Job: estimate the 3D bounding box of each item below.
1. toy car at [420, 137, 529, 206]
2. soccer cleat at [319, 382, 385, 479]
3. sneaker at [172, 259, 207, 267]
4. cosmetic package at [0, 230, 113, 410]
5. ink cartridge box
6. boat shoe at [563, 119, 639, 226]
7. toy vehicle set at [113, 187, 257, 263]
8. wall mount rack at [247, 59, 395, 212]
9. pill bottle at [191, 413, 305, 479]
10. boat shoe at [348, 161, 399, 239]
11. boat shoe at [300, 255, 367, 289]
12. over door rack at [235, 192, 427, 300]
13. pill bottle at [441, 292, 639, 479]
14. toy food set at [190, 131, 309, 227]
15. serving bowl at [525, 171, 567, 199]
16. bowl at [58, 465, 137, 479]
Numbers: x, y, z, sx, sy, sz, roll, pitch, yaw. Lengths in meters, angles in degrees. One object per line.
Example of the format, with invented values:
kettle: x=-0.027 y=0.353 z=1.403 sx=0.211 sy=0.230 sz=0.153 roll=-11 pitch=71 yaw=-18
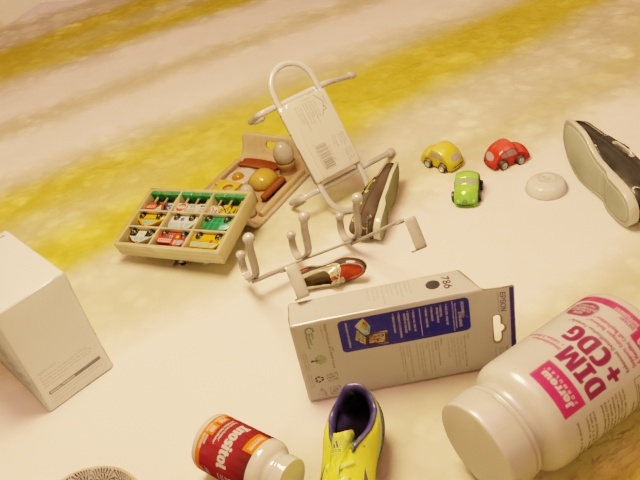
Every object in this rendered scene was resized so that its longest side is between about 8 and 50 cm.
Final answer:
toy car: x=0.321 y=-0.153 z=1.543 sx=0.239 sy=0.053 sz=0.225 roll=0 pitch=37 yaw=17
soccer cleat: x=0.029 y=0.312 z=0.936 sx=0.093 sy=0.121 sz=0.289 roll=-2 pitch=37 yaw=13
sneaker: x=-0.271 y=0.038 z=1.482 sx=0.069 sy=0.038 sz=0.098 roll=-31 pitch=31 yaw=-20
cosmetic package: x=-0.509 y=0.135 z=1.255 sx=0.224 sy=0.225 sz=0.138 roll=24 pitch=49 yaw=40
ink cartridge box: x=0.127 y=0.142 z=1.103 sx=0.332 sy=0.165 sz=0.065 roll=-10 pitch=34 yaw=3
boat shoe: x=0.570 y=-0.142 z=1.412 sx=0.091 sy=0.114 sz=0.303 roll=-14 pitch=47 yaw=-1
toy vehicle set: x=-0.280 y=-0.036 z=1.501 sx=0.266 sy=0.035 sz=0.166 roll=4 pitch=51 yaw=27
wall mount rack: x=0.022 y=-0.238 z=1.590 sx=0.304 sy=0.350 sz=0.130 roll=-29 pitch=5 yaw=-20
pill bottle: x=-0.100 y=0.308 z=1.013 sx=0.152 sy=0.086 sz=0.086 roll=15 pitch=44 yaw=33
boat shoe: x=0.116 y=-0.091 z=1.496 sx=0.068 sy=0.081 sz=0.228 roll=5 pitch=41 yaw=16
boat shoe: x=0.019 y=0.063 z=1.340 sx=0.137 sy=0.049 sz=0.043 roll=-10 pitch=22 yaw=15
over door rack: x=0.000 y=0.000 z=1.252 sx=0.239 sy=0.108 sz=0.324 roll=-22 pitch=10 yaw=-19
pill bottle: x=0.313 y=0.203 z=0.967 sx=0.283 sy=0.160 sz=0.160 roll=-29 pitch=39 yaw=-21
toy food set: x=-0.172 y=-0.151 z=1.658 sx=0.219 sy=0.092 sz=0.306 roll=11 pitch=42 yaw=30
serving bowl: x=0.460 y=-0.116 z=1.472 sx=0.083 sy=0.027 sz=0.083 roll=-9 pitch=35 yaw=6
bowl: x=-0.306 y=0.395 z=0.962 sx=0.170 sy=0.080 sz=0.170 roll=-8 pitch=35 yaw=6
